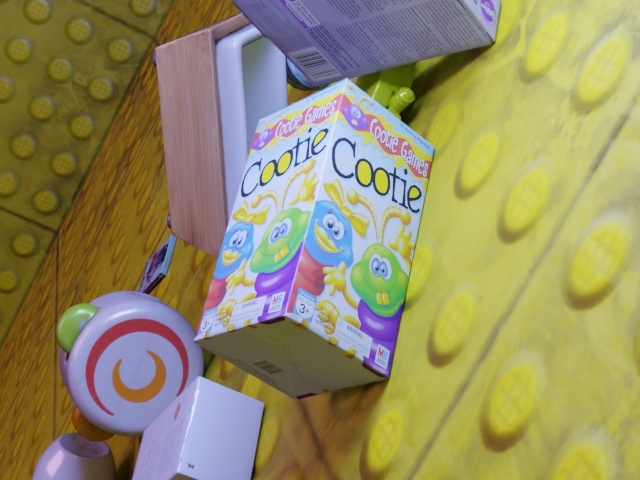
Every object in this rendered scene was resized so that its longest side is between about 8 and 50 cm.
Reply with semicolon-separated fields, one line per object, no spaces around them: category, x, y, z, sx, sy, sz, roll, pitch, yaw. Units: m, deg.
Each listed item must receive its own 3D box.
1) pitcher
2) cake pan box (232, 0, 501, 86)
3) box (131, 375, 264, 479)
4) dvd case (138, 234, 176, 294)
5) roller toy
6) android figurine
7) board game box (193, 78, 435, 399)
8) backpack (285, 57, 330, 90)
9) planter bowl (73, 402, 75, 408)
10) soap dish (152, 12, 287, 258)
pitcher;-0.388;0.400;1.859;0.178;0.125;0.207;-78;6;-76
cake pan box;0.027;-0.278;1.254;0.246;0.267;0.070;-8;53;39
box;-0.152;0.264;1.414;0.170;0.091;0.130;-45;27;46
dvd case;-0.303;0.051;2.200;0.119;0.013;0.087;-43;29;50
roller toy;-0.270;0.174;1.690;0.146;0.191;0.209;-163;61;-70
android figurine;0.042;-0.145;1.457;0.273;0.056;0.248;-39;31;53
board game box;0.000;0.000;1.215;0.142;0.144;0.275;-20;47;44
backpack;0.000;-0.296;1.635;0.115;0.152;0.182;5;77;66
planter bowl;-0.299;0.212;1.843;0.162;0.109;0.162;-52;23;33
soap dish;-0.122;-0.145;1.540;0.229;0.118;0.291;-54;-37;-67
